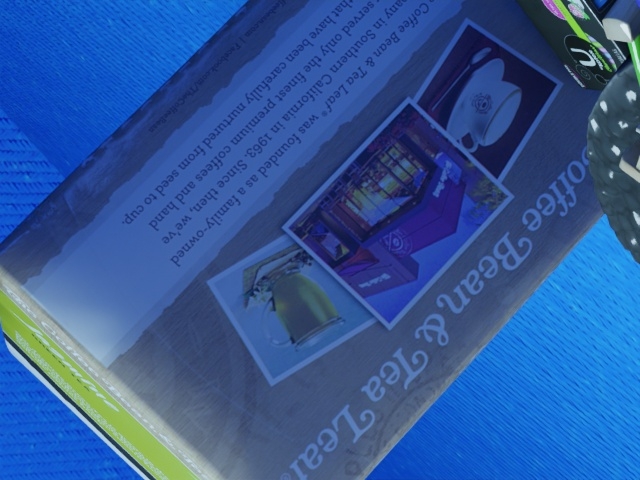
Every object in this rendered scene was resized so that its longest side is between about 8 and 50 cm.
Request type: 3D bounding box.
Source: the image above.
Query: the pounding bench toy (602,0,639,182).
[{"bbox_3d":[0.139,-0.051,0.687,0.083,0.052,0.065,38,153,18],"label":"pounding bench toy"}]

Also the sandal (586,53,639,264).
[{"bbox_3d":[0.234,-0.084,0.684,0.167,0.107,0.446,43,154,8],"label":"sandal"}]

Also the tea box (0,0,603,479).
[{"bbox_3d":[0.000,0.000,1.079,0.220,0.329,0.323,43,165,2],"label":"tea box"}]

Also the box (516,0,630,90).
[{"bbox_3d":[0.139,-0.119,0.905,0.083,0.052,0.062,48,165,-24],"label":"box"}]

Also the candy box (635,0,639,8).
[{"bbox_3d":[0.048,-0.236,0.393,0.268,0.122,0.317,59,-172,-52],"label":"candy box"}]
